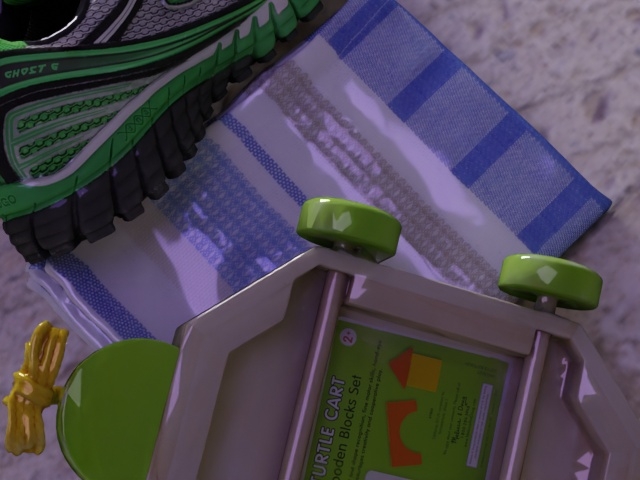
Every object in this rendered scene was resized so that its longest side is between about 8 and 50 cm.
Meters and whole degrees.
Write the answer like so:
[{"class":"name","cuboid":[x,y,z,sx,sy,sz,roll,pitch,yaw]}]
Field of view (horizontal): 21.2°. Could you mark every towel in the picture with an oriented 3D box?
[{"class":"towel","cuboid":[0.000,0.000,0.982,0.285,0.034,0.209,-41,78,-14]}]

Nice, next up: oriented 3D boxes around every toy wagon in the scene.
[{"class":"toy wagon","cuboid":[0.004,0.115,0.899,0.344,0.068,0.267,16,79,-11]}]

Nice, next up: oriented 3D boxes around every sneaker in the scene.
[{"class":"sneaker","cuboid":[-0.098,-0.149,0.994,0.134,0.146,0.343,-12,33,41]}]
